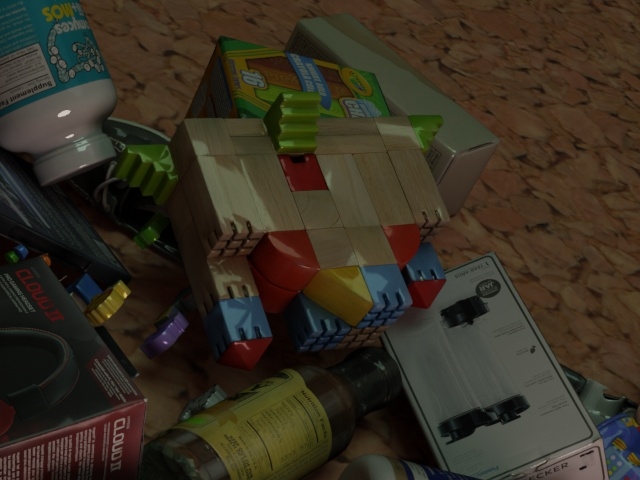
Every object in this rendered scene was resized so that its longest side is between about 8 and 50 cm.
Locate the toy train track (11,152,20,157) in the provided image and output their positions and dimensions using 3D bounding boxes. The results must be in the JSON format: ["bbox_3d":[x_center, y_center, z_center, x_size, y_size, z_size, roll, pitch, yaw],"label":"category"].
[{"bbox_3d":[-0.385,-0.123,1.623,0.048,0.014,0.083,9,37,-25],"label":"toy train track"}]

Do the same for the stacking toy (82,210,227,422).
[{"bbox_3d":[-0.148,0.076,1.427,0.167,0.052,0.221,49,30,-14],"label":"stacking toy"}]

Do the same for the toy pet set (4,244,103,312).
[{"bbox_3d":[-0.271,0.041,1.390,0.114,0.122,0.065,50,61,-10],"label":"toy pet set"}]

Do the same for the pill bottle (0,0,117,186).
[{"bbox_3d":[-0.316,-0.197,1.486,0.146,0.146,0.264,-27,96,-51],"label":"pill bottle"}]

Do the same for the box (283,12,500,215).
[{"bbox_3d":[0.082,-0.171,1.893,0.311,0.148,0.121,44,37,21],"label":"box"}]

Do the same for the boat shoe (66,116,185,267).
[{"bbox_3d":[-0.176,-0.041,1.572,0.335,0.112,0.095,28,29,-5],"label":"boat shoe"}]

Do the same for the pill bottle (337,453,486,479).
[{"bbox_3d":[0.144,0.304,1.291,0.265,0.153,0.153,15,35,-17],"label":"pill bottle"}]

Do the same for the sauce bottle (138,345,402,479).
[{"bbox_3d":[-0.040,0.192,1.357,0.111,0.111,0.344,41,34,20],"label":"sauce bottle"}]

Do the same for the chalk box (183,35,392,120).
[{"bbox_3d":[-0.013,-0.113,1.717,0.289,0.179,0.180,9,38,-25],"label":"chalk box"}]

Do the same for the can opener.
[{"bbox_3d":[0.285,0.186,1.638,0.280,0.074,0.093,28,-1,-1],"label":"can opener"}]

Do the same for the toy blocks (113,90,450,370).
[{"bbox_3d":[0.000,0.000,1.453,0.381,0.191,0.261,-4,61,-32],"label":"toy blocks"}]

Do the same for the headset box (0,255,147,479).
[{"bbox_3d":[-0.306,0.140,1.176,0.293,0.110,0.218,-15,44,-32],"label":"headset box"}]

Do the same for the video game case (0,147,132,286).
[{"bbox_3d":[-0.330,-0.052,1.426,0.196,0.026,0.274,47,8,32],"label":"video game case"}]

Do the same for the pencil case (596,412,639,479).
[{"bbox_3d":[0.397,0.326,1.464,0.306,0.119,0.133,45,34,24],"label":"pencil case"}]

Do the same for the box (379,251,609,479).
[{"bbox_3d":[0.179,0.165,1.491,0.169,0.087,0.290,-23,46,-3],"label":"box"}]

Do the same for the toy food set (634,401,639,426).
[{"bbox_3d":[0.518,0.247,1.622,0.306,0.092,0.220,50,36,1],"label":"toy food set"}]
